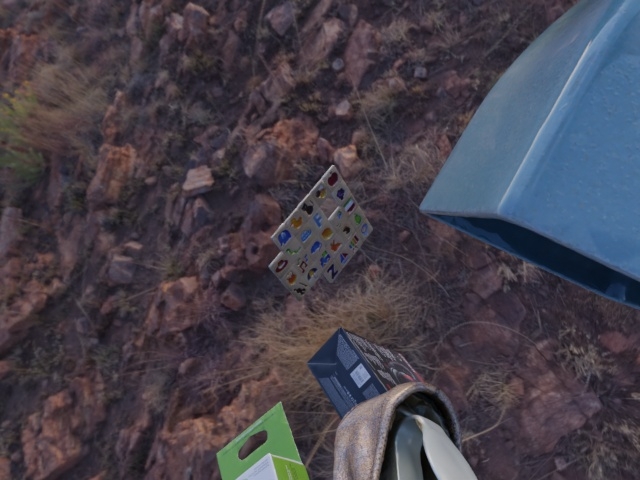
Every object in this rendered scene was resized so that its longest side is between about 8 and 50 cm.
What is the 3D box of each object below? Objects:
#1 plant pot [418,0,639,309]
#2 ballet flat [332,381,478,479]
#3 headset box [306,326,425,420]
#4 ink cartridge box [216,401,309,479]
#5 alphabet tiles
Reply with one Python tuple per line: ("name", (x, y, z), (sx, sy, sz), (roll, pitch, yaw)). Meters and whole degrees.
("plant pot", (0.263, -0.086, 0.411), (0.247, 0.248, 0.252), (24, 93, -2))
("ballet flat", (0.051, 0.203, 0.263), (0.106, 0.107, 0.316), (-47, 23, 28))
("headset box", (0.139, 0.320, 1.030), (0.110, 0.293, 0.218), (-48, 48, 9))
("ink cartridge box", (-0.124, 0.426, 0.863), (0.189, 0.097, 0.255), (-42, 43, 11))
("alphabet tiles", (0.000, 0.000, 1.019), (0.009, 0.198, 0.237), (20, 64, 46))
